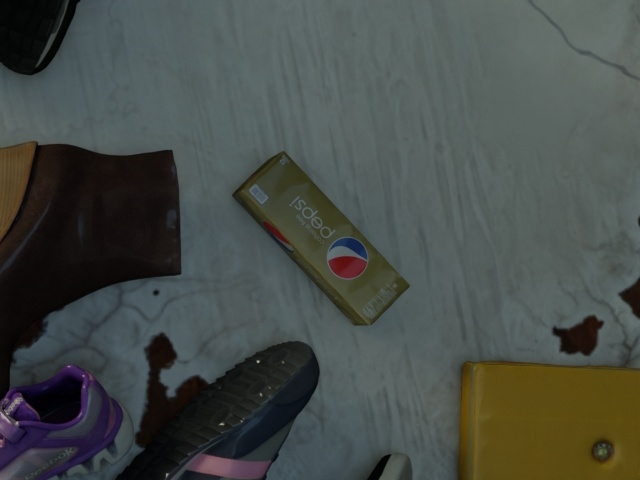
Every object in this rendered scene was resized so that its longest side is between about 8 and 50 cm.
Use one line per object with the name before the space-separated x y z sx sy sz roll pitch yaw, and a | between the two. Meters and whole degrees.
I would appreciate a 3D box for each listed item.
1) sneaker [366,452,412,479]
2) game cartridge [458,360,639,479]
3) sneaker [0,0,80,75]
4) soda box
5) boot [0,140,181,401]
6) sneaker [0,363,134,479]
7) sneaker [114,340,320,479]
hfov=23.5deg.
sneaker | 0.004 0.289 1.468 0.121 0.079 0.217 9 56 22
game cartridge | 0.273 0.288 1.550 0.285 0.053 0.323 4 89 -13
sneaker | -0.221 -0.287 1.429 0.124 0.107 0.283 -3 114 -54
soda box | 0.000 0.000 1.489 0.058 0.061 0.181 -44 97 -12
boot | -0.230 0.031 1.417 0.207 0.090 0.248 1 83 -11
sneaker | -0.281 0.187 1.370 0.236 0.104 0.095 -31 53 -21
sneaker | -0.101 0.236 1.444 0.319 0.112 0.131 -44 114 -9
